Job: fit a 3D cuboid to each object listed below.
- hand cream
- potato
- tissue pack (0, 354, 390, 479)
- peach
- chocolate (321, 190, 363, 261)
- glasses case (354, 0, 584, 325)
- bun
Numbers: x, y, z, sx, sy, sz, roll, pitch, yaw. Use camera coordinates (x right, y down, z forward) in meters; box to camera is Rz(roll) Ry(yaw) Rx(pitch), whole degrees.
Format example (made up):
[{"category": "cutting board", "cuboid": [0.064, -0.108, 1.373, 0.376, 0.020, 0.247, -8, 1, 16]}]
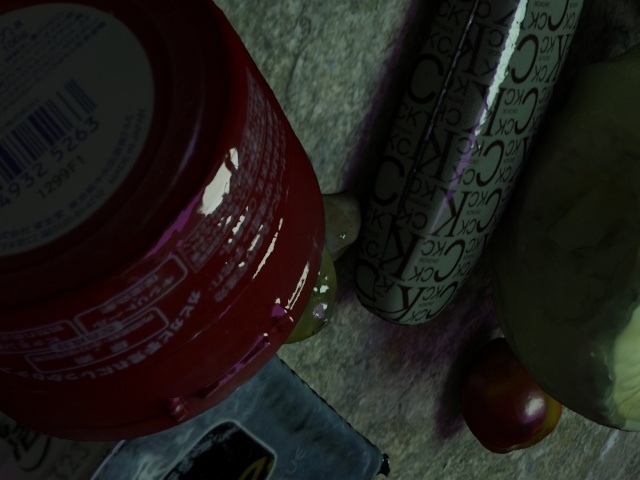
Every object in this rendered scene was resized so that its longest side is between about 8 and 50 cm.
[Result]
[{"category": "hand cream", "cuboid": [-0.120, -0.024, 0.950, 0.230, 0.230, 0.149, -55, 150, -14]}, {"category": "potato", "cuboid": [-0.034, 0.013, 1.287, 0.091, 0.070, 0.138, -51, 142, -34]}, {"category": "tissue pack", "cuboid": [-0.106, 0.181, 1.264, 0.259, 0.122, 0.361, -54, 153, -9]}, {"category": "peach", "cuboid": [0.174, 0.141, 1.728, 0.101, 0.101, 0.100, -40, 144, -36]}, {"category": "chocolate", "cuboid": [0.000, 0.000, 1.377, 0.101, 0.031, 0.064, -9, 126, -58]}, {"category": "glasses case", "cuboid": [0.117, -0.101, 1.426, 0.137, 0.085, 0.354, -2, 115, -61]}, {"category": "bun", "cuboid": [0.274, -0.029, 1.568, 0.364, 0.202, 0.364, -34, 142, -32]}]
